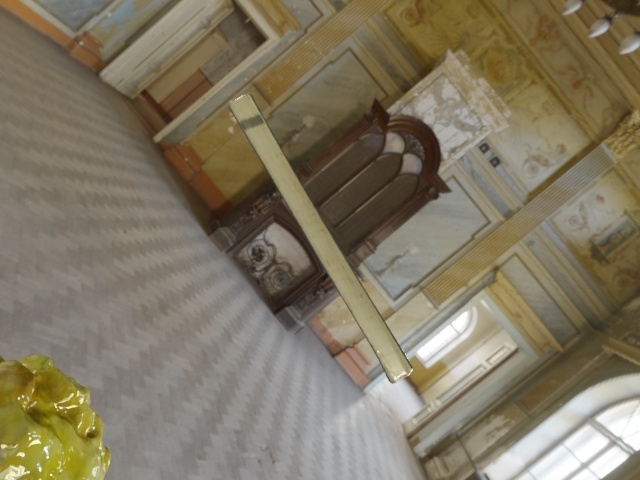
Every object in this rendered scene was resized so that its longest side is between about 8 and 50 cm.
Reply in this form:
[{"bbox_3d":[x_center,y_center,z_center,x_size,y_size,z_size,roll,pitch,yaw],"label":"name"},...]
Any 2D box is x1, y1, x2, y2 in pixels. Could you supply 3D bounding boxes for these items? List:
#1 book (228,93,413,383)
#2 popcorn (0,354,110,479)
[{"bbox_3d":[0.000,0.000,0.428,0.270,0.025,0.191,59,-1,2],"label":"book"},{"bbox_3d":[-0.376,0.273,0.468,0.215,0.252,0.287,10,-54,45],"label":"popcorn"}]
